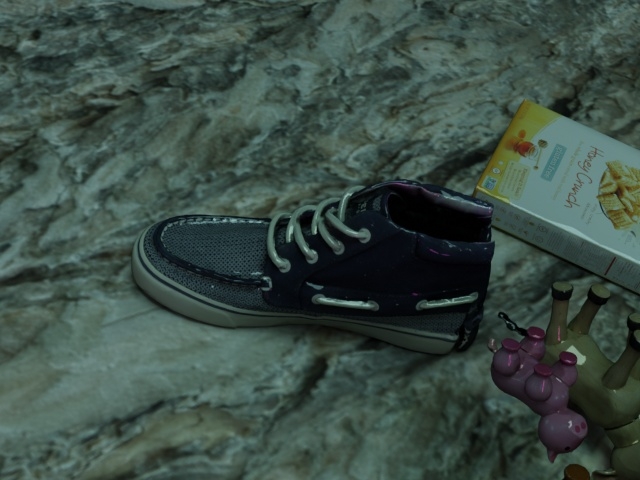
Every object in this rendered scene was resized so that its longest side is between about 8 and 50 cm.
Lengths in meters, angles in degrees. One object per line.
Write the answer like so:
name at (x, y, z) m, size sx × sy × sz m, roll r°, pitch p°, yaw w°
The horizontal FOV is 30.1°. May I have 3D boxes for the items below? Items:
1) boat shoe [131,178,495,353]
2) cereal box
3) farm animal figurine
boat shoe at (0.000, 0.000, 1.101) m, size 0.341 × 0.158 × 0.127 m, roll 8°, pitch 48°, yaw -7°
cereal box at (0.298, -0.045, 1.289) m, size 0.240 × 0.047 × 0.173 m, roll 25°, pitch 48°, yaw 9°
farm animal figurine at (0.277, 0.205, 0.982) m, size 0.327 × 0.172 × 0.330 m, roll 14°, pitch 34°, yaw 10°
